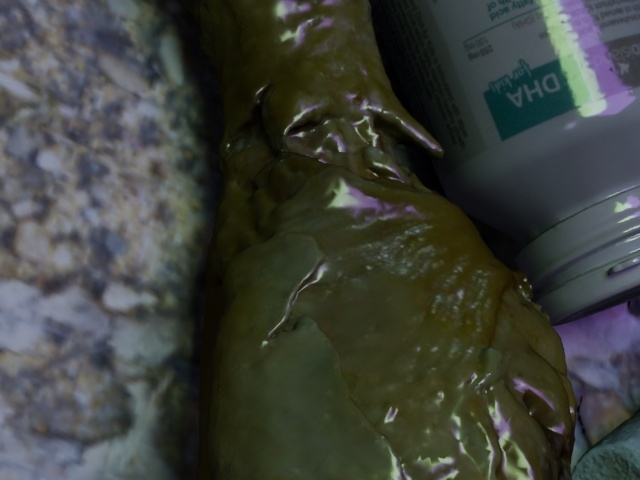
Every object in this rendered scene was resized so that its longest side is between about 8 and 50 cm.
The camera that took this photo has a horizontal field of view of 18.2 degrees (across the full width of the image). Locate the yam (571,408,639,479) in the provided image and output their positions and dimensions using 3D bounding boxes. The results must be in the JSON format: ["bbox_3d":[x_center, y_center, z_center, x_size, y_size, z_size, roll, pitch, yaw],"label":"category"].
[{"bbox_3d":[0.200,0.098,1.017,0.169,0.068,0.068,-32,90,-38],"label":"yam"}]

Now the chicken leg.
[{"bbox_3d":[0.000,0.000,0.883,0.201,0.153,0.429,-2,64,-26],"label":"chicken leg"}]

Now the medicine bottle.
[{"bbox_3d":[0.114,-0.073,0.988,0.135,0.135,0.215,-15,79,-37],"label":"medicine bottle"}]
